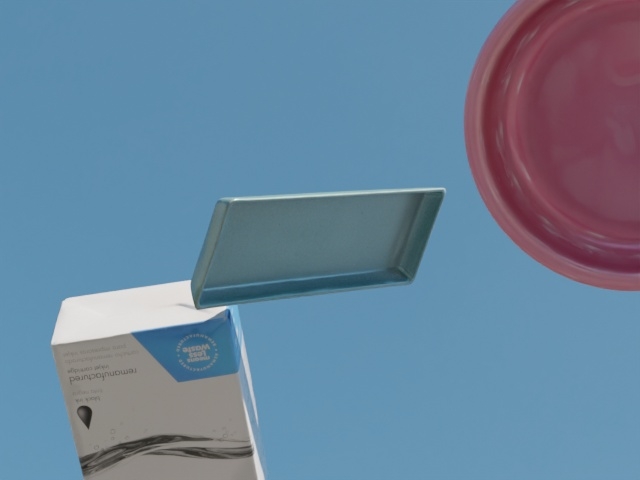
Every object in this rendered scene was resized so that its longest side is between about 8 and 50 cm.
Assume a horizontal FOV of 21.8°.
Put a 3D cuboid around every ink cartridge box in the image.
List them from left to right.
[{"bbox_3d":[-0.089,0.119,0.990,0.104,0.060,0.180,-9,-66,2],"label":"ink cartridge box"}]

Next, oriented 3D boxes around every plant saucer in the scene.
[{"bbox_3d":[0.000,0.000,0.960,0.018,0.192,0.067,32,-67,34],"label":"plant saucer"},{"bbox_3d":[0.312,-0.118,1.661,0.332,0.084,0.332,3,-81,18],"label":"plant saucer"}]
